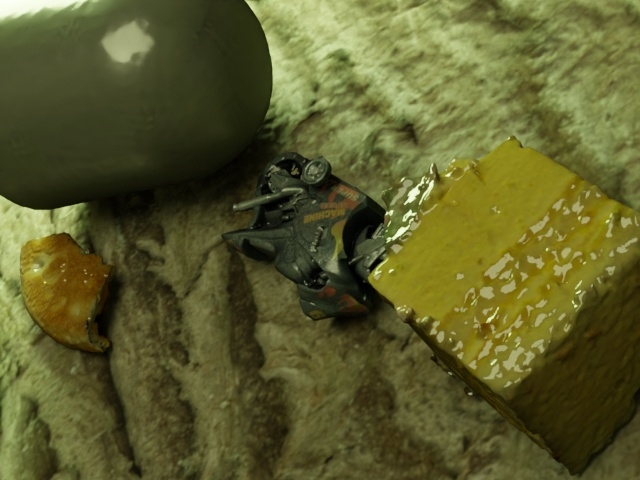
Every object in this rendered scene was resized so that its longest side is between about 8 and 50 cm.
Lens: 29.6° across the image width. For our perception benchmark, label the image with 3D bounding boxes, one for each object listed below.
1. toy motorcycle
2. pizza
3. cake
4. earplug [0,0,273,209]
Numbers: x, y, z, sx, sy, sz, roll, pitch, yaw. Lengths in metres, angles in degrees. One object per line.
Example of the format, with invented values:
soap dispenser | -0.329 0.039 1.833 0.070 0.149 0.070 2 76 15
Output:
toy motorcycle | 0.000 0.000 1.484 0.307 0.108 0.173 31 86 45
pizza | -0.360 0.070 1.720 0.271 0.056 0.134 29 82 44
cake | 0.196 0.049 1.232 0.222 0.227 0.286 -47 48 -6
earplug | -0.266 -0.222 1.671 0.394 0.312 0.313 -9 57 29
